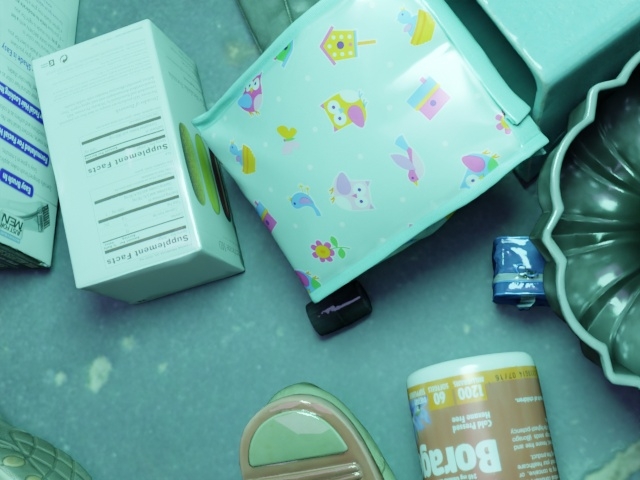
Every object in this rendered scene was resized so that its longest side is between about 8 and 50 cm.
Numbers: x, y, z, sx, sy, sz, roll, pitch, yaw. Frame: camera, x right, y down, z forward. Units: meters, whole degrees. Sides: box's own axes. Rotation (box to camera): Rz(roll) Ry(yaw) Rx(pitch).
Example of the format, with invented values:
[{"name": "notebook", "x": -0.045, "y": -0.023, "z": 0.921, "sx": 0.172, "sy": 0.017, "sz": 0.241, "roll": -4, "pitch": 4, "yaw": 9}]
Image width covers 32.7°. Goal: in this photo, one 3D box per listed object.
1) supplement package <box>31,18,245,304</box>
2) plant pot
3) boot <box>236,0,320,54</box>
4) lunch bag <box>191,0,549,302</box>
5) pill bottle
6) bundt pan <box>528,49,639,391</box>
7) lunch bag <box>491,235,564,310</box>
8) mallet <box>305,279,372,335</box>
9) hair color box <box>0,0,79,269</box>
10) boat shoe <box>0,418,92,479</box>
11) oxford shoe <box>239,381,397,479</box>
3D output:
[{"name": "supplement package", "x": -0.183, "y": -0.073, "z": 1.111, "sx": 0.134, "sy": 0.139, "sz": 0.244, "roll": -17, "pitch": 76, "yaw": 11}, {"name": "plant pot", "x": 0.227, "y": -0.251, "z": 0.997, "sx": 0.252, "sy": 0.247, "sz": 0.247, "roll": -33, "pitch": 73, "yaw": -3}, {"name": "boot", "x": -0.002, "y": -0.249, "z": 1.144, "sx": 0.190, "sy": 0.076, "sz": 0.208, "roll": -13, "pitch": 69, "yaw": 9}, {"name": "lunch bag", "x": 0.049, "y": -0.106, "z": 0.983, "sx": 0.262, "sy": 0.160, "sz": 0.223, "roll": -36, "pitch": 88, "yaw": 38}, {"name": "pill bottle", "x": 0.153, "y": 0.215, "z": 0.976, "sx": 0.121, "sy": 0.121, "sz": 0.216, "roll": -13, "pitch": 76, "yaw": 11}, {"name": "bundt pan", "x": 0.327, "y": -0.010, "z": 0.937, "sx": 0.331, "sy": 0.124, "sz": 0.330, "roll": 0, "pitch": 88, "yaw": -10}, {"name": "lunch bag", "x": 0.193, "y": 0.033, "z": 1.015, "sx": 0.067, "sy": 0.098, "sz": 0.065, "roll": 0, "pitch": 82, "yaw": 9}, {"name": "mallet", "x": 0.000, "y": 0.000, "z": 1.106, "sx": 0.062, "sy": 0.039, "sz": 0.189, "roll": -19, "pitch": 71, "yaw": 11}, {"name": "hair color box", "x": -0.351, "y": -0.153, "z": 1.137, "sx": 0.110, "sy": 0.185, "sz": 0.338, "roll": -3, "pitch": 75, "yaw": 14}, {"name": "boat shoe", "x": -0.341, "y": 0.250, "z": 1.105, "sx": 0.324, "sy": 0.123, "sz": 0.116, "roll": 29, "pitch": 94, "yaw": 24}, {"name": "oxford shoe", "x": 0.057, "y": 0.306, "z": 0.982, "sx": 0.141, "sy": 0.146, "sz": 0.396, "roll": -19, "pitch": 95, "yaw": 9}]
